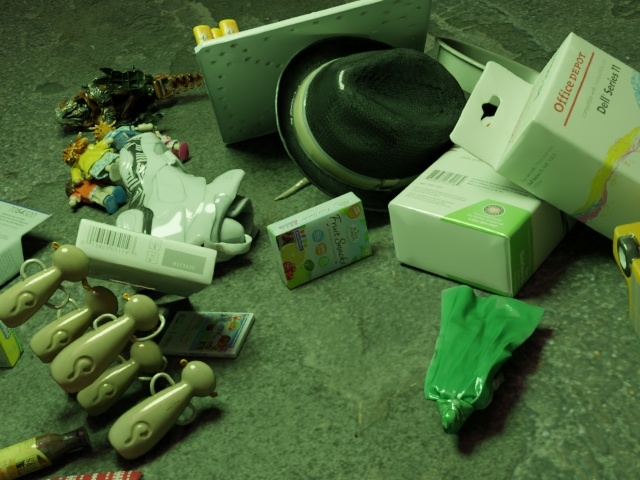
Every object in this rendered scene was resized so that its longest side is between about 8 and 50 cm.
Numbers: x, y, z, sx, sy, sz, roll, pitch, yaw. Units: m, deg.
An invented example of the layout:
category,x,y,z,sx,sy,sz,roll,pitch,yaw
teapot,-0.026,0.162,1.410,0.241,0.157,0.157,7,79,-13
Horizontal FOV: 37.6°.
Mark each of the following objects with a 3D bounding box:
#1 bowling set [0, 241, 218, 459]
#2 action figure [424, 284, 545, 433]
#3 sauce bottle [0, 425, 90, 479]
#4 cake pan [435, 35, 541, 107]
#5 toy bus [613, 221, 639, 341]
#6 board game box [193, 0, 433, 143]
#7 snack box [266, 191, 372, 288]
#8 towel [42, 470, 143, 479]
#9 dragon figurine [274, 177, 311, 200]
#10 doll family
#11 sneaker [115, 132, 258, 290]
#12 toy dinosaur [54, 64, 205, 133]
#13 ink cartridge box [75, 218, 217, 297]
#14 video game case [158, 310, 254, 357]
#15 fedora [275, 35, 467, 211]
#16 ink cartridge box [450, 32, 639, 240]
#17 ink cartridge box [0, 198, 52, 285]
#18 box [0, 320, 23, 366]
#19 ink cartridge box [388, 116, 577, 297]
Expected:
category,x,y,z,sx,sy,sz,roll,pitch,yaw
bowling set,-0.285,0.129,1.230,0.154,0.287,0.200,-41,13,-15
action figure,0.185,0.149,1.153,0.137,0.063,0.232,6,34,23
sauce bottle,-0.355,0.267,1.181,0.128,0.042,0.042,-20,34,-7
cake pan,0.322,-0.268,1.606,0.293,0.054,0.293,20,20,-8
toy bus,0.435,0.105,1.072,0.108,0.130,0.332,-12,34,4
board game box,-0.009,-0.312,1.650,0.390,0.390,0.050,-16,74,-4
snack box,0.000,0.000,1.398,0.141,0.100,0.037,-22,35,-14
towel,-0.348,0.352,1.067,0.275,0.031,0.199,-8,32,4
dragon figurine,0.050,-0.138,1.596,0.085,0.144,0.289,19,64,36
doll family,-0.384,-0.168,1.755,0.163,0.118,0.263,17,44,37
sneaker,-0.217,-0.068,1.548,0.210,0.137,0.365,-11,38,0
toy dinosaur,-0.395,-0.304,1.946,0.322,0.164,0.218,-36,18,4
ink cartridge box,-0.250,0.031,1.308,0.181,0.056,0.225,13,-10,-13
video game case,-0.164,0.133,1.340,0.122,0.011,0.087,0,35,19
fedora,0.105,-0.206,1.458,0.334,0.334,0.152,-36,1,-30
ink cartridge box,0.377,-0.140,1.280,0.353,0.119,0.207,30,53,0
ink cartridge box,-0.671,0.035,1.605,0.324,0.071,0.330,14,39,35
box,-0.510,0.103,1.349,0.105,0.179,0.043,-2,36,15
ink cartridge box,0.261,-0.059,1.384,0.198,0.114,0.273,18,45,36
